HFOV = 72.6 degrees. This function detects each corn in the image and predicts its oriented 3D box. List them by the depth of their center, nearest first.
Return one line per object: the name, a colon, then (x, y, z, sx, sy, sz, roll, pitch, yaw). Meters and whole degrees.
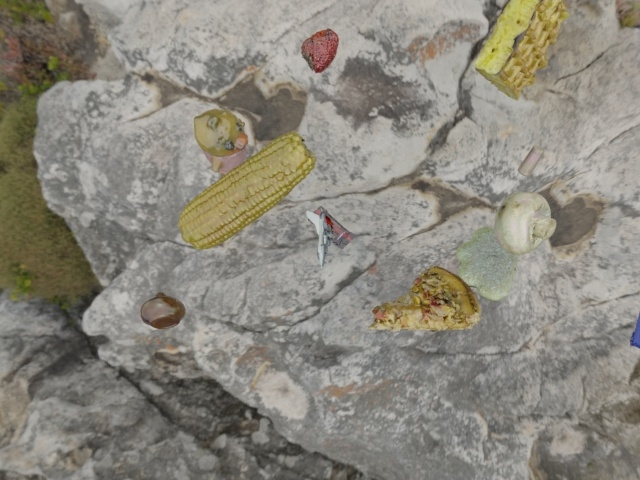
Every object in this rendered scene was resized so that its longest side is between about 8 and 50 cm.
corn: (-0.164, -0.094, 0.914, 0.363, 0.120, 0.121, -34, 78, 24)

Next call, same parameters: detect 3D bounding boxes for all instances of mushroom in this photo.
mushroom: (0.263, -0.021, 0.560, 0.067, 0.083, 0.084, 27, 101, 48)

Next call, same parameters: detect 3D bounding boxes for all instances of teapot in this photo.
teapot: (-0.378, 0.165, 1.052, 0.098, 0.129, 0.078, -20, 63, -1)

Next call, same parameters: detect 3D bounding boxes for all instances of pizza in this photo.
pizza: (0.278, 0.149, 1.180, 0.287, 0.251, 0.074, -7, 115, 20)

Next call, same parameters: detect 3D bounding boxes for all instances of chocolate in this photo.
chocolate: (0.041, -0.047, 1.608, 0.182, 0.028, 0.086, 40, 115, -9)

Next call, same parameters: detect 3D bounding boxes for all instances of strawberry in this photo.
strawberry: (0.001, -0.437, 0.997, 0.096, 0.083, 0.083, -43, 76, 18)

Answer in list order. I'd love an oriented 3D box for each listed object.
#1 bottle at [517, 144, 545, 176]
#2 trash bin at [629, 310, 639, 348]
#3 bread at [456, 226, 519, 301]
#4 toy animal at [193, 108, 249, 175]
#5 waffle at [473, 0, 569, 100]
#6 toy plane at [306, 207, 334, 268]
bottle: (0.675, -0.255, 1.394, 0.045, 0.045, 0.097, 35, 133, 18)
trash bin: (0.920, 0.262, 1.070, 0.234, 0.162, 0.184, -150, 65, -64)
bread: (0.557, 0.059, 1.459, 0.207, 0.056, 0.287, 12, 62, 27)
toy animal: (-0.303, -0.316, 1.351, 0.168, 0.281, 0.196, 25, 81, -7)
waffle: (0.342, -0.328, 0.722, 0.055, 0.210, 0.161, 37, 112, 29)
toy plane: (0.015, -0.008, 1.505, 0.082, 0.160, 0.234, -14, 119, 1)
